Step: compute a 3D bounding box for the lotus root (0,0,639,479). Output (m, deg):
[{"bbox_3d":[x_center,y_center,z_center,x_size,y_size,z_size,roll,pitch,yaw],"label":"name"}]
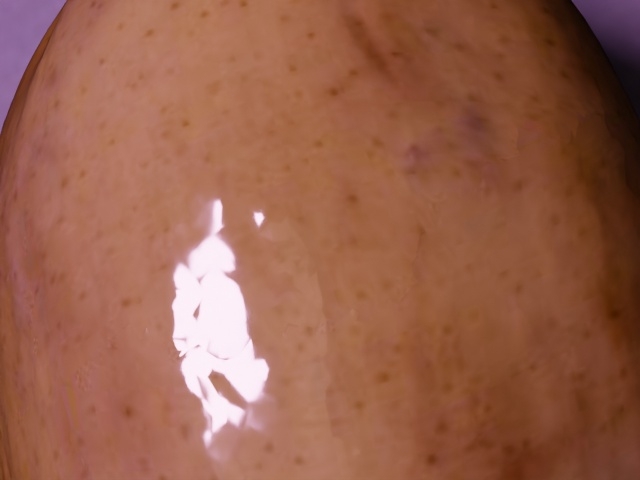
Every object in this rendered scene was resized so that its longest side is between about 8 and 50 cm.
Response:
[{"bbox_3d":[0.000,0.000,0.464,0.183,0.183,0.310,-14,79,16],"label":"lotus root"}]
